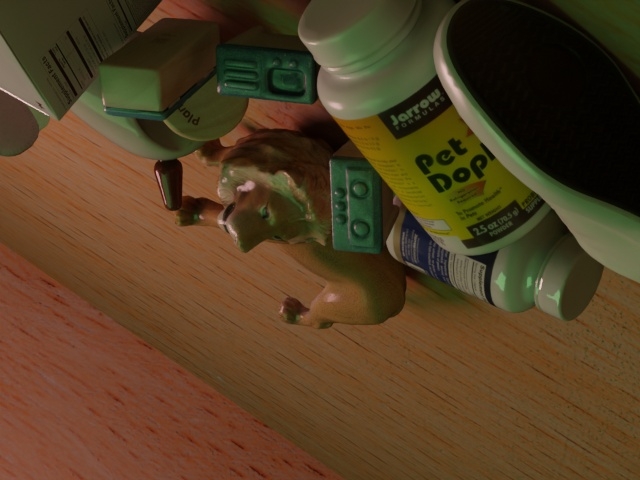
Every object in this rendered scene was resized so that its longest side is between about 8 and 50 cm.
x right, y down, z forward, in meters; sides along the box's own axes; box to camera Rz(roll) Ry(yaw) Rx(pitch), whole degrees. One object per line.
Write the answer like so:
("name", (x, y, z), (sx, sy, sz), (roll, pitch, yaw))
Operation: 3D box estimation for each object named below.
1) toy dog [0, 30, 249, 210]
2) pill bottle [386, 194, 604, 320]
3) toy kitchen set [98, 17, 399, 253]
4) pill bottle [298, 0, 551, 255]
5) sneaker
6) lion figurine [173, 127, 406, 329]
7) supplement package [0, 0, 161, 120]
("toy dog", (-0.227, -0.118, 1.192), (0.334, 0.161, 0.220), (11, -169, 7))
("pill bottle", (0.147, 0.004, 1.108), (0.169, 0.094, 0.094), (25, 159, 32))
("toy kitchen set", (-0.050, -0.075, 1.054), (0.207, 0.122, 0.166), (7, 118, 18))
("pill bottle", (0.078, -0.096, 0.949), (0.117, 0.117, 0.215), (12, 150, 53))
("sneaker", (0.176, -0.046, 0.906), (0.290, 0.106, 0.123), (39, 160, -12))
("lion figurine", (0.000, 0.000, 1.364), (0.240, 0.142, 0.392), (11, 164, 39))
("supplement package", (-0.234, -0.243, 1.031), (0.194, 0.203, 0.149), (28, 160, 25))
